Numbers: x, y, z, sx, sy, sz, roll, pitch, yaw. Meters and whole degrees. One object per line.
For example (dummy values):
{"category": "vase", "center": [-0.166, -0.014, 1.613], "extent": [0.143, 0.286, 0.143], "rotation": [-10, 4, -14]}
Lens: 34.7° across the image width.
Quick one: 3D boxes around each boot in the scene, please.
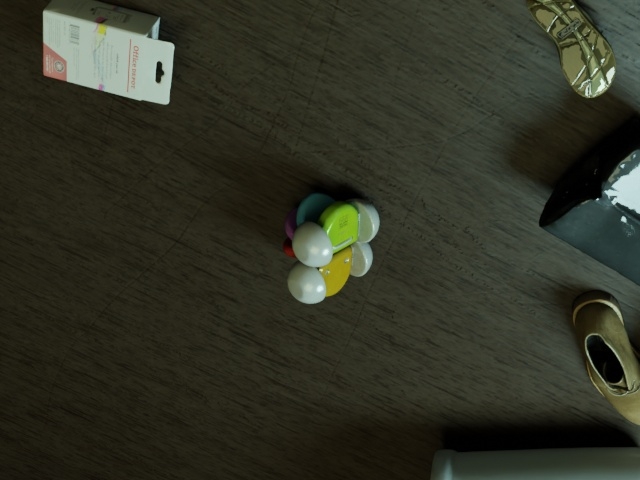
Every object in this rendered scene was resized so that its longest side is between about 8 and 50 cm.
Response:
{"category": "boot", "center": [0.506, 0.233, 1.749], "extent": [0.112, 0.115, 0.305], "rotation": [-20, 123, 24]}
{"category": "boot", "center": [0.517, 0.072, 1.573], "extent": [0.445, 0.146, 0.367], "rotation": [30, 113, -19]}

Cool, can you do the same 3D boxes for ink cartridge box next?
{"category": "ink cartridge box", "center": [-0.309, -0.285, 1.533], "extent": [0.198, 0.067, 0.115], "rotation": [15, 131, 2]}

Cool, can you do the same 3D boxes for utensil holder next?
{"category": "utensil holder", "center": [0.416, 0.541, 1.889], "extent": [0.385, 0.327, 0.327], "rotation": [-7, 127, 15]}

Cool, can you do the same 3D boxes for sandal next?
{"category": "sandal", "center": [0.347, -0.282, 1.408], "extent": [0.072, 0.049, 0.180], "rotation": [-31, 102, 26]}

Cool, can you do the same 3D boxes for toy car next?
{"category": "toy car", "center": [0.000, 0.000, 1.668], "extent": [0.136, 0.159, 0.182], "rotation": [38, 139, 30]}
